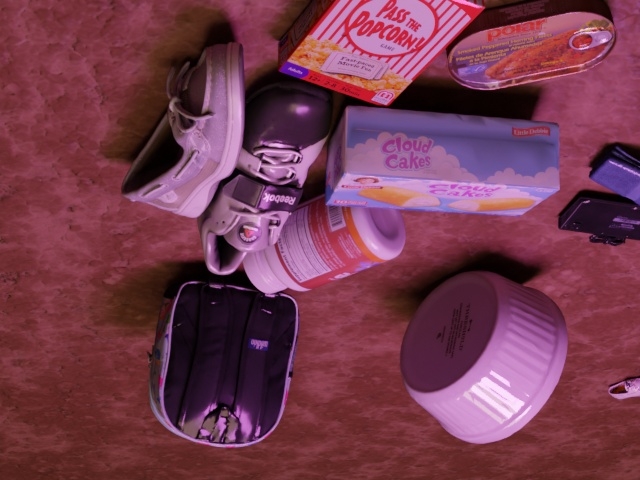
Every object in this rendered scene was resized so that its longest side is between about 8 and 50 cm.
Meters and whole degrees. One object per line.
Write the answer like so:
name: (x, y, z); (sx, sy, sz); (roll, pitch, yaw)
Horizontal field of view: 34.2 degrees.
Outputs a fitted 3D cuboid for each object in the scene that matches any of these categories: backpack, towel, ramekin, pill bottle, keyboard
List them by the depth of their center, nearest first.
towel: (0.425, -0.079, 1.396); (0.119, 0.029, 0.067); (26, 150, -6)
pill bottle: (0.000, 0.000, 1.455); (0.216, 0.121, 0.121); (-22, 144, 31)
keyboard: (0.439, -0.026, 1.527); (0.180, 0.023, 0.108); (8, 145, -14)
ramekin: (0.241, 0.170, 1.628); (0.127, 0.272, 0.273); (33, 136, -26)
backpack: (-0.162, 0.199, 1.657); (0.225, 0.253, 0.191); (10, 167, -20)

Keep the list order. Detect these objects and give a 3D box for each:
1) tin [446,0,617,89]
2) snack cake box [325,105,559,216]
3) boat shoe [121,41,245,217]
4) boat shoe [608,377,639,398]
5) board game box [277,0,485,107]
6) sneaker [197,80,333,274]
tin: (0.235, -0.224, 1.173); (0.190, 0.040, 0.106); (-9, 152, 12)
snack cake box: (0.147, -0.094, 1.295); (0.264, 0.089, 0.152); (3, 169, -7)
boat shoe: (-0.161, -0.125, 1.247); (0.103, 0.118, 0.320); (5, 156, -19)
boat shoe: (0.614, 0.289, 2.053); (0.035, 0.035, 0.100); (21, 149, -38)
board game box: (0.062, -0.234, 1.137); (0.147, 0.045, 0.193); (14, 146, -25)
sneaker: (-0.071, -0.066, 1.320); (0.122, 0.146, 0.330); (10, 146, -20)
